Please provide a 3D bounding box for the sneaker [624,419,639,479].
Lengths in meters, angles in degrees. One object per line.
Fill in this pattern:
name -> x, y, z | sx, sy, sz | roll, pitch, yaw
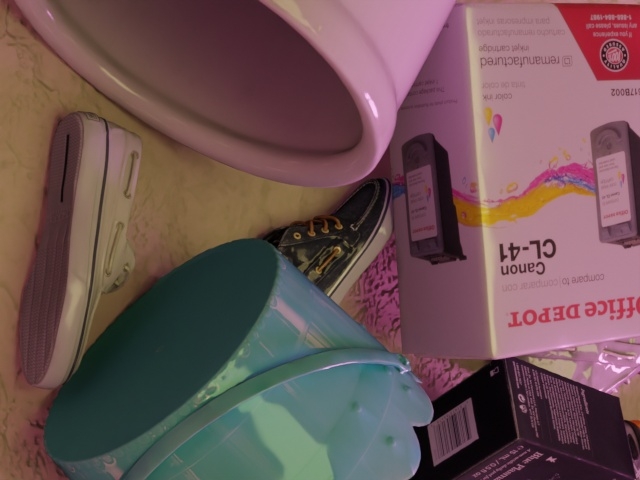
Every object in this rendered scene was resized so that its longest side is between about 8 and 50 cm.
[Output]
sneaker -> 0.297, 0.265, 1.676 | 0.083, 0.084, 0.215 | 18, 39, -22

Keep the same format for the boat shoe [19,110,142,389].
boat shoe -> -0.183, 0.011, 1.360 | 0.075, 0.083, 0.226 | 13, 83, -34

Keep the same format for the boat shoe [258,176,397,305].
boat shoe -> 0.000, 0.000, 1.501 | 0.083, 0.065, 0.183 | 44, 67, -27

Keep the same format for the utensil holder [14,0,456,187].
utensil holder -> -0.013, -0.291, 1.328 | 0.327, 0.327, 0.385 | 41, 68, -29

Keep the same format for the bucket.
bucket -> -0.071, 0.145, 1.341 | 0.183, 0.281, 0.281 | 48, 65, -22

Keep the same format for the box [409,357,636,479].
box -> 0.179, 0.197, 1.565 | 0.158, 0.156, 0.093 | 21, 46, -34

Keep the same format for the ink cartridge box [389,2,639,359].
ink cartridge box -> 0.185, -0.056, 1.518 | 0.226, 0.131, 0.306 | -5, 90, -34

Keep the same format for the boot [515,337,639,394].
boot -> 0.286, 0.120, 1.703 | 0.258, 0.095, 0.123 | 14, 89, -26
